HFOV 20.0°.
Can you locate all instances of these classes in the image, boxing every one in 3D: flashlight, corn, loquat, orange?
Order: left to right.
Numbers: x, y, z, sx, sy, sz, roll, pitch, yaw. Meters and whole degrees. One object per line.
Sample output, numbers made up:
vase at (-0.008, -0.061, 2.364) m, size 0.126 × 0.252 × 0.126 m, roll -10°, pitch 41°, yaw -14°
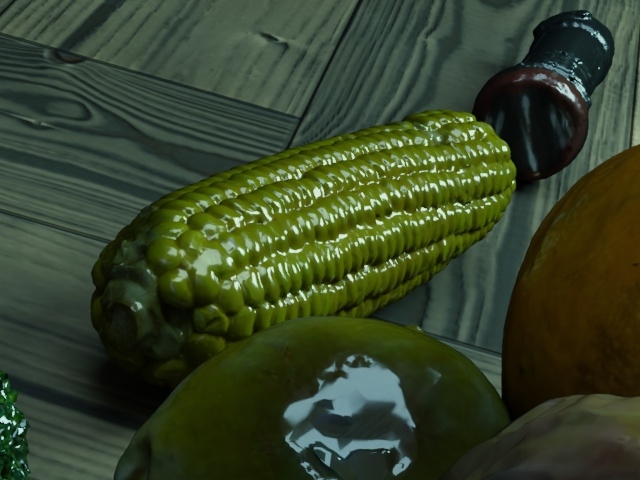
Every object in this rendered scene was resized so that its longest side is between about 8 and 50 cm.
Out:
corn at (0.000, 0.000, 1.095) m, size 0.120 × 0.120 × 0.363 m, roll 31°, pitch 32°, yaw 28°
loquat at (0.000, 0.112, 0.871) m, size 0.195 × 0.152 × 0.152 m, roll 4°, pitch 31°, yaw -16°
flashlight at (0.181, -0.118, 1.422) m, size 0.093 × 0.093 × 0.232 m, roll 20°, pitch 24°, yaw 10°
orange at (0.216, 0.079, 0.900) m, size 0.226 × 0.284 × 0.284 m, roll -44°, pitch 52°, yaw -8°

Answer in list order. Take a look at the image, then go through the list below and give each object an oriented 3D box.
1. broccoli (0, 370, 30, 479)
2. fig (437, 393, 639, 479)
broccoli at (-0.255, 0.086, 0.667) m, size 0.298 × 0.297 × 0.297 m, roll -12°, pitch 41°, yaw 10°
fig at (0.056, 0.204, 0.709) m, size 0.369 × 0.286 × 0.286 m, roll -7°, pitch 18°, yaw 29°
